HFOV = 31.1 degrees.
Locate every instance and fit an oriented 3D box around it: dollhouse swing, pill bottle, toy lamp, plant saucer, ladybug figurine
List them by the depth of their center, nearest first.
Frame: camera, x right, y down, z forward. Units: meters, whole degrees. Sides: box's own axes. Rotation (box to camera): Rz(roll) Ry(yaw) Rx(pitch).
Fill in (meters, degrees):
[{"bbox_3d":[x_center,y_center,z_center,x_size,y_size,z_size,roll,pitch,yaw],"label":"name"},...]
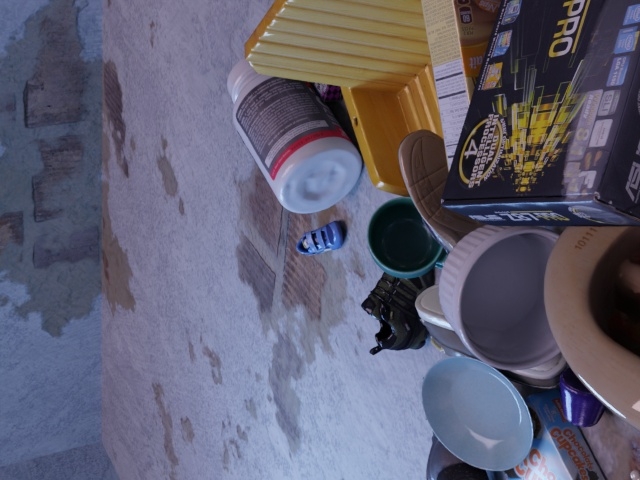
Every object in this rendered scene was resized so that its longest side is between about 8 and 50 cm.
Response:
[{"bbox_3d":[0.444,0.100,1.238,0.449,0.305,0.162,39,175,47],"label":"ladybug figurine"},{"bbox_3d":[0.375,0.129,1.570,0.080,0.080,0.274,39,134,53],"label":"toy lamp"},{"bbox_3d":[0.243,0.254,1.737,0.195,0.037,0.195,20,125,32],"label":"plant saucer"},{"bbox_3d":[0.092,-0.220,1.754,0.347,0.305,0.315,-38,65,60],"label":"dollhouse swing"},{"bbox_3d":[-0.063,-0.218,2.210,0.318,0.176,0.176,59,148,35],"label":"pill bottle"}]

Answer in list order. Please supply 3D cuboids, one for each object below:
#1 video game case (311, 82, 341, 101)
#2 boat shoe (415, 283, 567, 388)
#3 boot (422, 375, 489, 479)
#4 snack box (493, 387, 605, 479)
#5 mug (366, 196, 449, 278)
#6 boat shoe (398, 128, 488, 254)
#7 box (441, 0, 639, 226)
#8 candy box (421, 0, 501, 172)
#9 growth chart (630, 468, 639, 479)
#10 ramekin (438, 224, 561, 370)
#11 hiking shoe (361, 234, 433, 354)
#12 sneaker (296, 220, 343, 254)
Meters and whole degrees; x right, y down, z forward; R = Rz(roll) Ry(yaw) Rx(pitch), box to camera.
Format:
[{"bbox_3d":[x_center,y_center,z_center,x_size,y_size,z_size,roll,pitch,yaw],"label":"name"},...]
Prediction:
[{"bbox_3d":[0.001,-0.415,2.157,0.210,0.042,0.232,60,148,37],"label":"video game case"},{"bbox_3d":[0.268,0.158,1.774,0.305,0.109,0.091,28,145,50],"label":"boat shoe"},{"bbox_3d":[0.225,0.378,1.955,0.338,0.118,0.222,95,169,-53],"label":"boot"},{"bbox_3d":[0.364,0.404,1.718,0.322,0.060,0.187,66,151,26],"label":"snack box"},{"bbox_3d":[0.150,0.010,1.922,0.157,0.129,0.097,63,180,10],"label":"mug"},{"bbox_3d":[0.197,-0.045,1.752,0.285,0.103,0.092,52,170,-19],"label":"boat shoe"},{"bbox_3d":[0.310,-0.211,1.360,0.318,0.097,0.394,5,75,63],"label":"box"},{"bbox_3d":[0.248,-0.243,1.562,0.087,0.183,0.316,-6,94,65],"label":"candy box"},{"bbox_3d":[0.405,0.432,1.576,0.237,0.021,0.172,-47,57,29],"label":"growth chart"},{"bbox_3d":[0.267,0.071,1.635,0.109,0.207,0.207,-142,47,-68],"label":"ramekin"},{"bbox_3d":[0.130,0.093,2.009,0.086,0.114,0.226,23,119,60],"label":"hiking shoe"},{"bbox_3d":[0.000,0.000,2.301,0.144,0.059,0.053,-35,66,61],"label":"sneaker"}]
